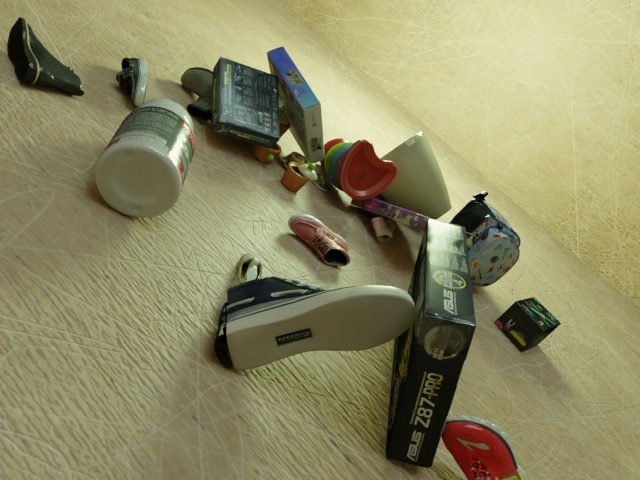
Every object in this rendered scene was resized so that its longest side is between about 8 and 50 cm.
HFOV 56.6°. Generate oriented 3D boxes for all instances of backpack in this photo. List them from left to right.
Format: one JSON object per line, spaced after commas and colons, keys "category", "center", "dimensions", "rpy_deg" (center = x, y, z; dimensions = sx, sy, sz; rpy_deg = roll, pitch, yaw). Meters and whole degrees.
{"category": "backpack", "center": [0.511, 0.018, 1.896], "dimensions": [0.263, 0.276, 0.213], "rpy_deg": [19, 36, -47]}

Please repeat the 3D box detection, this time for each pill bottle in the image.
{"category": "pill bottle", "center": [-0.347, -0.182, 1.227], "dimensions": [0.161, 0.161, 0.283], "rpy_deg": [28, 28, -19]}

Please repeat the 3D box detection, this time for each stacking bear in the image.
{"category": "stacking bear", "center": [0.083, -0.243, 1.864], "dimensions": [0.175, 0.164, 0.289], "rpy_deg": [36, 5, -29]}

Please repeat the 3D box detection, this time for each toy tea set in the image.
{"category": "toy tea set", "center": [-0.110, -0.289, 1.749], "dimensions": [0.336, 0.124, 0.200], "rpy_deg": [46, 27, 18]}

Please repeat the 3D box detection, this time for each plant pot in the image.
{"category": "plant pot", "center": [0.319, -0.188, 2.036], "dimensions": [0.274, 0.256, 0.256], "rpy_deg": [56, 27, 0]}

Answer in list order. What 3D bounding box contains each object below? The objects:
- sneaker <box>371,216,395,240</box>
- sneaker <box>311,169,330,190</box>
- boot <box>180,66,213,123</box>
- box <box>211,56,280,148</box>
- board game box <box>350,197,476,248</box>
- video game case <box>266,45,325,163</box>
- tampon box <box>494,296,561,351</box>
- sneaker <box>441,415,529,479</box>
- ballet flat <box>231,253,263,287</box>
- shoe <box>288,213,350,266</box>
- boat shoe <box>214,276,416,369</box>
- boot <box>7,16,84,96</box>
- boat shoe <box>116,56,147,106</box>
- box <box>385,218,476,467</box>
{"category": "sneaker", "center": [0.197, -0.027, 1.800], "dimensions": [0.134, 0.051, 0.070], "rpy_deg": [16, 55, -63]}
{"category": "sneaker", "center": [-0.003, -0.183, 1.812], "dimensions": [0.083, 0.035, 0.031], "rpy_deg": [36, 26, -3]}
{"category": "boot", "center": [-0.335, -0.415, 1.715], "dimensions": [0.247, 0.083, 0.161], "rpy_deg": [25, 44, 15]}
{"category": "box", "center": [-0.208, -0.385, 1.662], "dimensions": [0.183, 0.059, 0.232], "rpy_deg": [12, 59, -29]}
{"category": "board game box", "center": [0.270, -0.064, 1.782], "dimensions": [0.208, 0.056, 0.347], "rpy_deg": [11, 9, -37]}
{"category": "video game case", "center": [-0.071, -0.406, 1.798], "dimensions": [0.244, 0.061, 0.269], "rpy_deg": [82, -18, -59]}
{"category": "tampon box", "center": [0.635, 0.254, 1.821], "dimensions": [0.161, 0.101, 0.120], "rpy_deg": [-1, 45, -51]}
{"category": "sneaker", "center": [0.310, 0.434, 1.058], "dimensions": [0.279, 0.107, 0.118], "rpy_deg": [52, 33, -7]}
{"category": "ballet flat", "center": [-0.140, 0.064, 1.206], "dimensions": [0.057, 0.052, 0.168], "rpy_deg": [30, 26, -14]}
{"category": "shoe", "center": [0.000, 0.000, 1.477], "dimensions": [0.178, 0.063, 0.081], "rpy_deg": [31, 21, -23]}
{"category": "boat shoe", "center": [-0.016, 0.112, 1.040], "dimensions": [0.341, 0.127, 0.158], "rpy_deg": [-9, 32, -3]}
{"category": "boot", "center": [-0.632, -0.415, 1.370], "dimensions": [0.137, 0.077, 0.197], "rpy_deg": [12, 49, -50]}
{"category": "boat shoe", "center": [-0.492, -0.419, 1.544], "dimensions": [0.076, 0.080, 0.228], "rpy_deg": [6, 40, -20]}
{"category": "box", "center": [0.211, 0.179, 1.157], "dimensions": [0.097, 0.318, 0.395], "rpy_deg": [14, 27, 4]}
